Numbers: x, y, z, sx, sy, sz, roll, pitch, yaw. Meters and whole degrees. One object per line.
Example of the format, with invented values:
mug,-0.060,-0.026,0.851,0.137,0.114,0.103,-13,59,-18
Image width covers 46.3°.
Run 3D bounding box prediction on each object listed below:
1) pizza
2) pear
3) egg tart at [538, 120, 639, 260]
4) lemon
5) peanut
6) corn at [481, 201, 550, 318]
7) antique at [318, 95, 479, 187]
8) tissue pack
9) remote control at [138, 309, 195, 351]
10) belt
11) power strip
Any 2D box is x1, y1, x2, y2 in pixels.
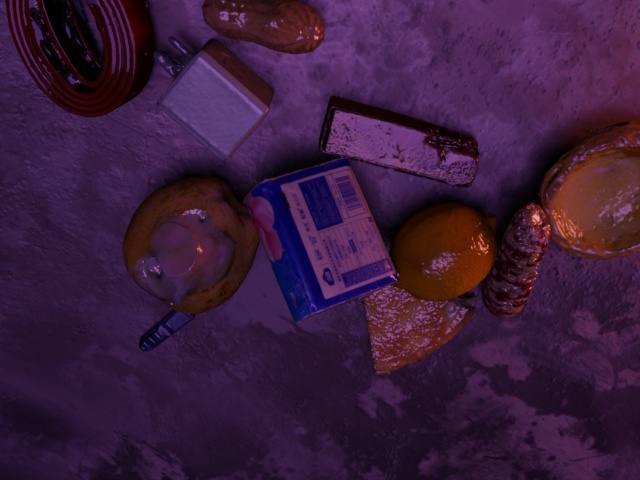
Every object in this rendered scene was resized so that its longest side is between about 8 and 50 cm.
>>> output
pizza,0.174,0.128,1.604,0.279,0.075,0.288,-29,109,10
pear,-0.250,0.005,1.476,0.271,0.271,0.271,1,115,1
egg tart,0.562,-0.104,1.455,0.293,0.123,0.294,1,118,1
lemon,0.240,0.022,1.482,0.256,0.188,0.188,-29,112,0
peanut,-0.102,-0.396,1.343,0.225,0.108,0.095,13,106,-2
corn,0.395,0.044,1.501,0.098,0.098,0.290,6,135,-1
antique,0.156,-0.188,1.445,0.309,0.087,0.093,14,114,-4
tissue pack,0.000,0.000,1.434,0.209,0.137,0.270,-21,82,-22
remote control,-0.348,0.200,1.674,0.152,0.027,0.043,-39,104,16
belt,-0.427,-0.390,1.341,0.227,0.115,0.324,-11,112,12
power strip,-0.212,-0.281,1.381,0.224,0.140,0.139,40,111,-16
